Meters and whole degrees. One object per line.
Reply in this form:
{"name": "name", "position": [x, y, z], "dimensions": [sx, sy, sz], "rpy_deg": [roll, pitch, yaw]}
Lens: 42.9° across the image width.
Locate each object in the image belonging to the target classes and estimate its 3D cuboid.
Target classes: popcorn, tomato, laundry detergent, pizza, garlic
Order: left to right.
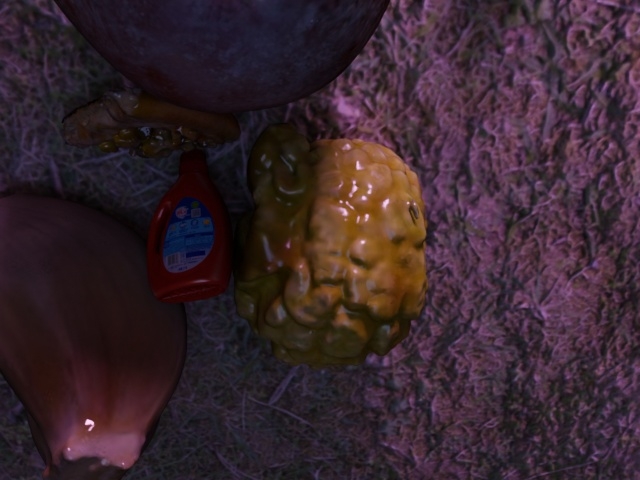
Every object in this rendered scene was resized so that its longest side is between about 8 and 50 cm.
{"name": "garlic", "position": [-0.293, 0.101, 0.889], "dimensions": [0.340, 0.246, 0.231], "rpy_deg": [48, 136, 3]}
{"name": "pizza", "position": [-0.192, -0.113, 0.829], "dimensions": [0.195, 0.185, 0.052], "rpy_deg": [-2, 84, 29]}
{"name": "laundry detergent", "position": [-0.140, -0.019, 0.866], "dimensions": [0.097, 0.165, 0.049], "rpy_deg": [-12, 154, 13]}
{"name": "tomato", "position": [-0.081, -0.265, 0.673], "dimensions": [0.316, 0.283, 0.317], "rpy_deg": [-6, 126, -8]}
{"name": "popcorn", "position": [0.000, 0.000, 0.854], "dimensions": [0.237, 0.206, 0.251], "rpy_deg": [-36, 102, 29]}
